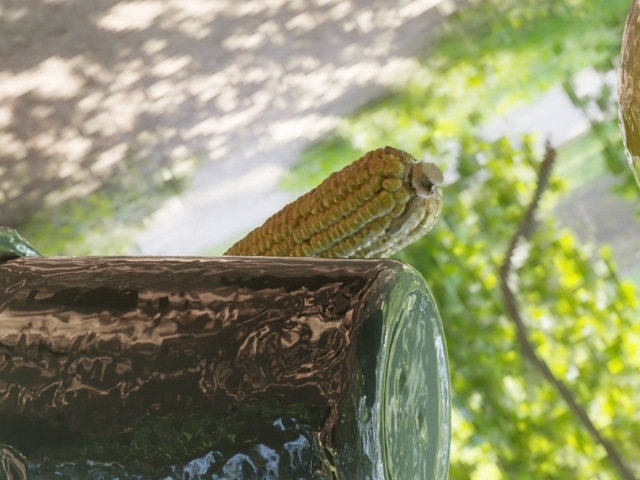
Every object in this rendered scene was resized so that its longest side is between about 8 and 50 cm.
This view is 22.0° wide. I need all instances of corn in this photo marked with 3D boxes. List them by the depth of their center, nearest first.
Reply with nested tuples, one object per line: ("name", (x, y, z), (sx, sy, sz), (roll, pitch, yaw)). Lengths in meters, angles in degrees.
("corn", (0.000, 0.000, 1.269), (0.238, 0.080, 0.080), (-30, 175, 33))

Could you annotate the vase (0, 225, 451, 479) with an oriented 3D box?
("vase", (-0.079, 0.110, 0.984), (0.291, 0.245, 0.245), (0, -176, 18))

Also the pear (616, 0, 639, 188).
("pear", (0.320, -0.076, 0.797), (0.348, 0.348, 0.348), (-29, 175, -3))
